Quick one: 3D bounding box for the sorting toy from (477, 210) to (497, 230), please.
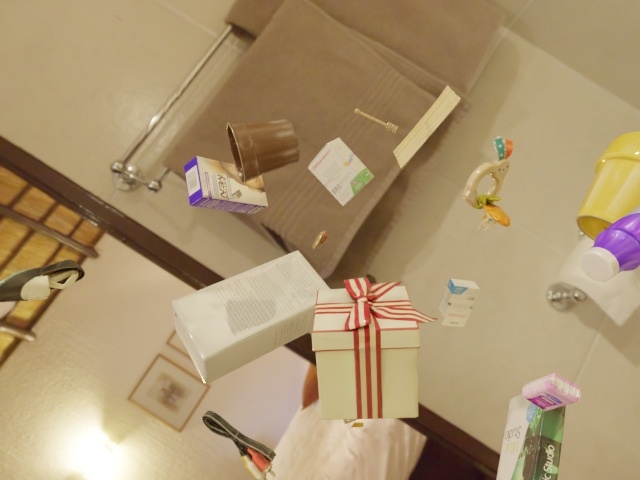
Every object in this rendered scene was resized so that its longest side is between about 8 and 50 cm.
[{"bbox_3d":[0.620,-0.068,1.751,0.083,0.045,0.075,2,-54,-37],"label":"sorting toy"}]

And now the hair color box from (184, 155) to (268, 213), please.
[{"bbox_3d":[-0.396,-0.228,1.997,0.110,0.185,0.339,-25,-19,37],"label":"hair color box"}]

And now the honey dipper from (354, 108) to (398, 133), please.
[{"bbox_3d":[0.189,-0.411,1.607,0.030,0.161,0.030,-62,-6,-12],"label":"honey dipper"}]

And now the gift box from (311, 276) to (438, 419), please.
[{"bbox_3d":[0.122,0.233,1.095,0.255,0.277,0.257,-97,2,-72],"label":"gift box"}]

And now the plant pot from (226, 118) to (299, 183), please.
[{"bbox_3d":[-0.154,-0.255,1.282,0.165,0.166,0.167,-17,-13,-15],"label":"plant pot"}]

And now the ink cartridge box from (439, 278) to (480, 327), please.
[{"bbox_3d":[0.525,0.241,1.800,0.060,0.104,0.180,-105,25,-63],"label":"ink cartridge box"}]

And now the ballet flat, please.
[{"bbox_3d":[-0.852,0.126,1.453,0.280,0.096,0.095,-39,-32,-63],"label":"ballet flat"}]

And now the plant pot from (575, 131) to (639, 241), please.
[{"bbox_3d":[0.801,-0.106,1.201,0.239,0.254,0.254,-51,-1,-4],"label":"plant pot"}]

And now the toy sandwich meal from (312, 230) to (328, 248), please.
[{"bbox_3d":[0.000,0.000,1.805,0.085,0.029,0.085,-58,8,14],"label":"toy sandwich meal"}]

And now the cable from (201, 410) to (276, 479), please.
[{"bbox_3d":[-0.247,0.622,1.422,0.072,0.287,0.139,-50,-4,-46],"label":"cable"}]

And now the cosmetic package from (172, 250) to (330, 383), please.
[{"bbox_3d":[-0.206,0.229,1.488,0.454,0.230,0.161,-21,-36,-28],"label":"cosmetic package"}]

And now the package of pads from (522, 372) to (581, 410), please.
[{"bbox_3d":[0.371,0.245,0.758,0.032,0.050,0.083,-54,-7,-31],"label":"package of pads"}]

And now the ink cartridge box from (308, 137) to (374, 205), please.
[{"bbox_3d":[0.079,-0.269,1.835,0.154,0.212,0.093,-44,-1,40],"label":"ink cartridge box"}]

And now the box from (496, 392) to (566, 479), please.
[{"bbox_3d":[0.496,0.520,1.125,0.232,0.059,0.321,93,-163,-60],"label":"box"}]

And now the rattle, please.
[{"bbox_3d":[0.472,-0.159,1.209,0.199,0.130,0.142,-52,25,8],"label":"rattle"}]

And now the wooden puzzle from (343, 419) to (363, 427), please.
[{"bbox_3d":[0.111,0.620,1.695,0.014,0.079,0.116,69,-173,-65],"label":"wooden puzzle"}]

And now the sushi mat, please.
[{"bbox_3d":[0.380,-0.410,1.709,0.316,0.019,0.151,-50,26,24],"label":"sushi mat"}]

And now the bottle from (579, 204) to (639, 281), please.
[{"bbox_3d":[0.641,-0.012,0.944,0.283,0.092,0.118,-28,-15,-21],"label":"bottle"}]
